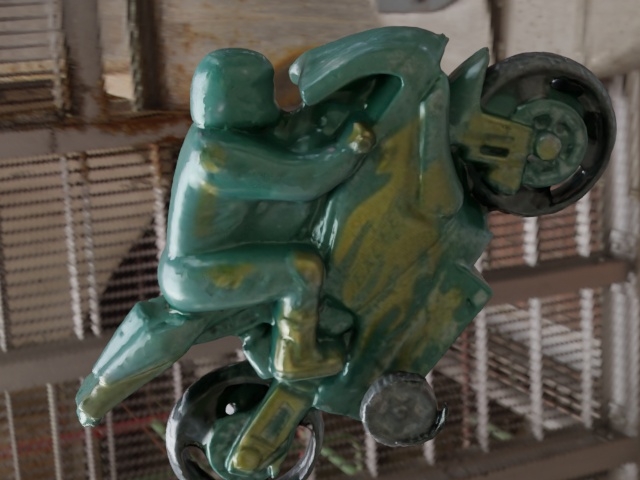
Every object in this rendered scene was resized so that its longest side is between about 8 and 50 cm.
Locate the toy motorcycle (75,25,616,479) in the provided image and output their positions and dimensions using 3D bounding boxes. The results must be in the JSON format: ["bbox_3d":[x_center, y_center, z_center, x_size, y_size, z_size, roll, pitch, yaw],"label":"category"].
[{"bbox_3d":[-0.001,0.001,0.632,0.198,0.109,0.296,35,-80,-15],"label":"toy motorcycle"}]
